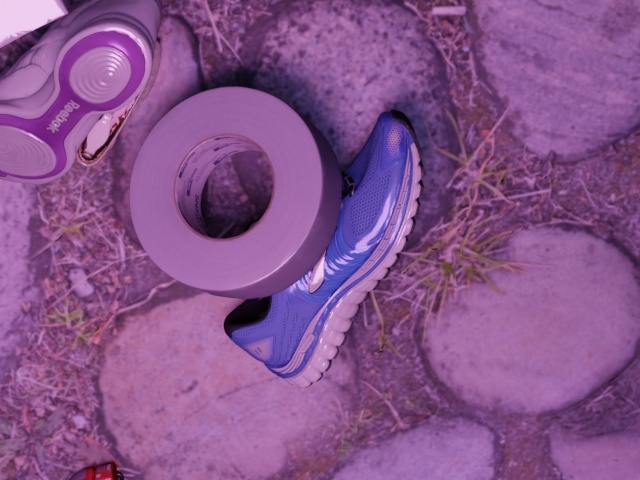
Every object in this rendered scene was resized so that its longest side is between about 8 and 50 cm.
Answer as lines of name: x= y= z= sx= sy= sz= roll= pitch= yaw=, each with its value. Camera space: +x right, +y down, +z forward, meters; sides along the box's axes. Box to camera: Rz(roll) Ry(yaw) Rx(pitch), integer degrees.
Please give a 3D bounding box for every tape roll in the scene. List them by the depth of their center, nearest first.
tape roll: x=-0.089 y=-0.049 z=1.889 sx=0.219 sy=0.072 sz=0.219 roll=-3 pitch=79 yaw=19

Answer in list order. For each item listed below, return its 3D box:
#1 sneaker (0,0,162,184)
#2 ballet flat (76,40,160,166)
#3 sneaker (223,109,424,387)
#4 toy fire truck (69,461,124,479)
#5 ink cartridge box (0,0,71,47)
sneaker: x=-0.266 y=-0.163 z=1.875 sx=0.305 sy=0.152 sz=0.114 roll=-31 pitch=119 yaw=35
ballet flat: x=-0.218 y=-0.151 z=1.916 sx=0.057 sy=0.052 sz=0.168 roll=23 pitch=104 yaw=-9
sneaker: x=0.000 y=0.000 z=1.941 sx=0.147 sy=0.130 sz=0.330 roll=26 pitch=104 yaw=-14
toy fire truck: x=-0.279 y=0.360 z=2.079 sx=0.135 sy=0.047 sz=0.192 roll=-13 pitch=108 yaw=2
ink cartridge box: x=-0.348 y=-0.292 z=1.823 sx=0.127 sy=0.128 sz=0.176 roll=-24 pitch=109 yaw=4
